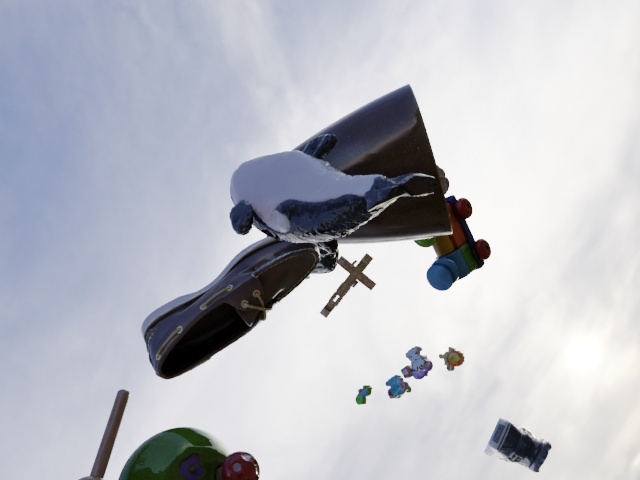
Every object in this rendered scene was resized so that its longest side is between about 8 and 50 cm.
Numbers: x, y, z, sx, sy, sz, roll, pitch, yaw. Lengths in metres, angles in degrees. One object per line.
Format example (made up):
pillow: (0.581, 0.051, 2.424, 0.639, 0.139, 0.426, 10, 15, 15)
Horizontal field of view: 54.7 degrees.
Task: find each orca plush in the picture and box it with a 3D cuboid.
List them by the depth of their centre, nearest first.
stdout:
orca plush: (0.007, -0.037, 0.678, 0.102, 0.287, 0.151, 52, -127, -31)

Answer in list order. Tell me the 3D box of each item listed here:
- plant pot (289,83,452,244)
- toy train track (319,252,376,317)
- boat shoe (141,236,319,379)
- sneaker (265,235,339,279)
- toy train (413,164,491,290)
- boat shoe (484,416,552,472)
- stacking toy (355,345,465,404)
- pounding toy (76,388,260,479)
plant pot: (0.043, -0.081, 0.872, 0.230, 0.215, 0.215, -16, -45, 8)
toy train track: (0.026, 0.049, 0.652, 0.083, 0.048, 0.014, -53, -7, 15)
boat shoe: (-0.132, 0.101, 0.978, 0.324, 0.096, 0.116, -31, -46, 0)
sneaker: (0.000, 0.000, 1.153, 0.124, 0.283, 0.107, 28, -117, -21)
toy train: (0.212, -0.036, 1.152, 0.143, 0.105, 0.248, -32, -81, -51)
boat shoe: (0.307, 0.324, 0.966, 0.065, 0.083, 0.183, -61, -22, -8)
stacking toy: (0.201, 0.312, 1.399, 0.221, 0.052, 0.167, -43, -33, 26)
pounding toy: (-0.164, 0.296, 0.752, 0.237, 0.110, 0.183, 38, -137, -20)
